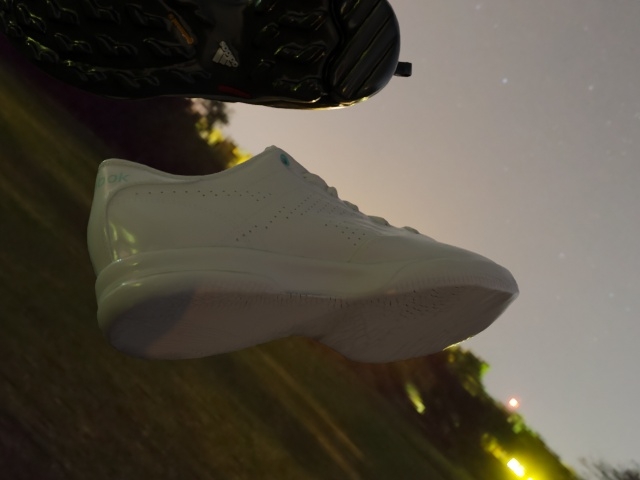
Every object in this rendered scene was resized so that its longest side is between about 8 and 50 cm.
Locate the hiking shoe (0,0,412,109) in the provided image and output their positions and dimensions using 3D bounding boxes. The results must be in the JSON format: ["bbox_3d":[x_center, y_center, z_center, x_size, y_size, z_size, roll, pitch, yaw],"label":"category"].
[{"bbox_3d":[-0.089,-0.143,0.718,0.304,0.113,0.132,13,0,9],"label":"hiking shoe"}]

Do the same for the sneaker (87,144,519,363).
[{"bbox_3d":[0.000,0.000,0.437,0.212,0.080,0.094,7,51,-35],"label":"sneaker"}]
